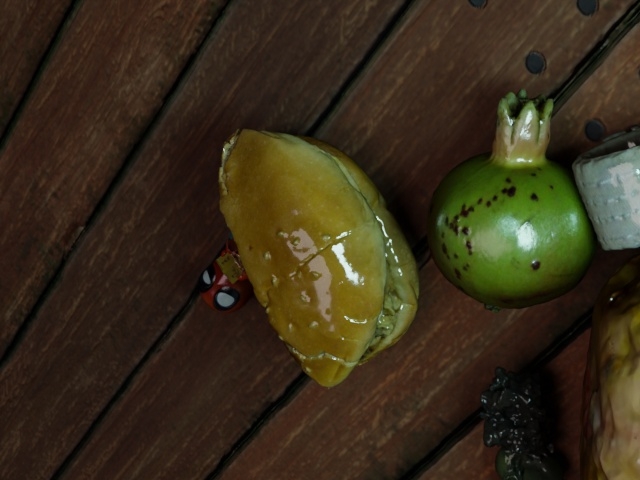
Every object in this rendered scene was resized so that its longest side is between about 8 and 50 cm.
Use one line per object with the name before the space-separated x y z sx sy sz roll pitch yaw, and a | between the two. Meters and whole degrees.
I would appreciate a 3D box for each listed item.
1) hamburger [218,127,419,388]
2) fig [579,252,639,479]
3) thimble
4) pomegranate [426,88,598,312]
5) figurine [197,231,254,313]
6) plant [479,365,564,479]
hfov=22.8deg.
hamburger | 0.000 0.000 1.617 0.156 0.144 0.283 -27 89 47
fig | 0.393 0.161 1.313 0.368 0.286 0.286 13 125 1
thimble | 0.280 -0.049 1.361 0.115 0.102 0.090 -20 97 17
pomegranate | 0.175 -0.033 1.438 0.159 0.159 0.205 18 112 36
figurine | -0.092 0.032 1.773 0.068 0.075 0.140 53 147 6
plant | 0.203 0.202 1.585 0.087 0.085 0.174 31 139 60
